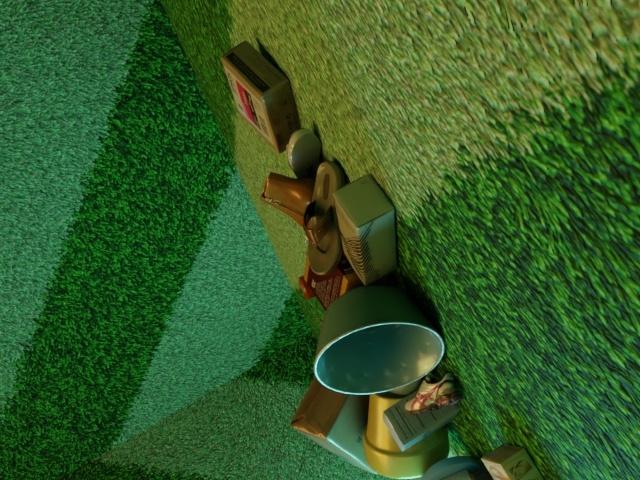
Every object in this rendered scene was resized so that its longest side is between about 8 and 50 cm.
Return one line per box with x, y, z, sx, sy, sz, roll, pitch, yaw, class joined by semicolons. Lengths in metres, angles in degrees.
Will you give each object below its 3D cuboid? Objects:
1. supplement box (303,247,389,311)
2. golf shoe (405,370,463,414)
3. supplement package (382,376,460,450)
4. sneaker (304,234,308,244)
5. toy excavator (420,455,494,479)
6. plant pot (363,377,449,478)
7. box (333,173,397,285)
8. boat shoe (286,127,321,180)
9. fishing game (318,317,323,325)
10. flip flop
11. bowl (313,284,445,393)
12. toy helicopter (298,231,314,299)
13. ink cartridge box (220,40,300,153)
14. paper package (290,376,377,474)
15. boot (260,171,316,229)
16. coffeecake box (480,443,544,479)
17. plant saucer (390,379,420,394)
0.064;0.082;1.841;0.194;0.129;0.191;54;150;36;supplement box
0.278;0.384;1.793;0.186;0.068;0.086;-36;63;44;golf shoe
0.266;0.463;1.901;0.105;0.179;0.105;57;171;23;supplement package
0.000;0.000;2.213;0.212;0.094;0.080;58;169;15;sneaker
0.414;0.753;2.053;0.432;0.222;0.445;63;-176;-17;toy excavator
0.241;0.526;2.106;0.254;0.254;0.238;-141;39;-67;plant pot
0.103;-0.017;1.587;0.113;0.094;0.275;57;171;30;box
-0.053;-0.218;1.828;0.084;0.095;0.258;53;168;22;boat shoe
0.091;0.333;2.461;0.264;0.041;0.189;13;-136;-52;fishing game
0.000;-0.054;1.717;0.112;0.080;0.277;14;102;45;flip flop
0.126;0.222;1.711;0.311;0.312;0.163;71;-175;-49;bowl
-0.004;0.063;2.337;0.235;0.140;0.355;-130;22;-64;toy helicopter
-0.150;-0.367;1.857;0.193;0.088;0.234;45;165;29;ink cartridge box
0.110;0.533;2.273;0.168;0.309;0.325;14;157;45;paper package
-0.057;-0.086;1.905;0.211;0.104;0.295;16;154;2;boot
0.440;0.540;1.538;0.185;0.068;0.142;59;170;9;coffeecake box
0.166;0.271;1.941;0.317;0.044;0.317;40;137;51;plant saucer
